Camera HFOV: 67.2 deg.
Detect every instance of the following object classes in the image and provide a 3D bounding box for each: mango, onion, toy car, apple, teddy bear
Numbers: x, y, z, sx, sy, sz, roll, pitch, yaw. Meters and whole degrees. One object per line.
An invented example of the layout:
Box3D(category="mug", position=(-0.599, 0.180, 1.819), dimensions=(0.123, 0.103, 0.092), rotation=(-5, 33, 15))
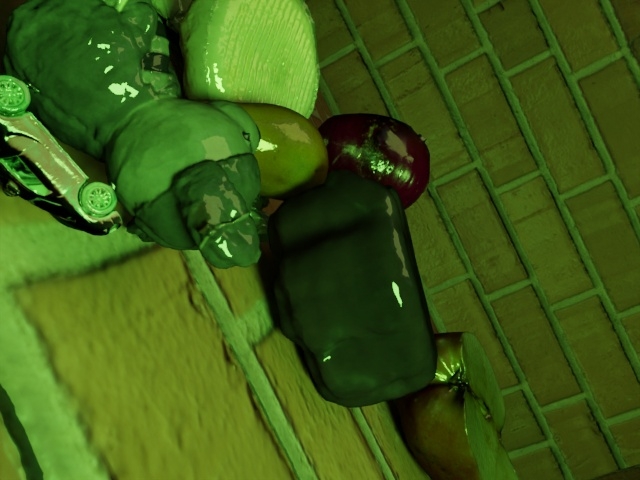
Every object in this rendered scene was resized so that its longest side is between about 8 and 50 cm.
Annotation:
Box3D(category="mango", position=(-0.087, -0.132, 0.682), dimensions=(0.253, 0.138, 0.113), rotation=(17, 44, -41))
Box3D(category="onion", position=(0.119, -0.153, 1.307), dimensions=(0.348, 0.348, 0.385), rotation=(33, 69, -65))
Box3D(category="toy car", position=(-0.201, -0.053, 0.338), dimensions=(0.055, 0.069, 0.142), rotation=(-50, 123, -28))
Box3D(category="apple", position=(0.309, 0.368, 1.028), dimensions=(0.365, 0.295, 0.329), rotation=(50, -7, -37))
Box3D(category="teddy bear", position=(-0.139, -0.085, 0.421), dimensions=(0.251, 0.171, 0.144), rotation=(54, 52, -10))

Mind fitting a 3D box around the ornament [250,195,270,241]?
Box3D(category="ornament", position=(-0.096, -0.042, 0.756), dimensions=(0.068, 0.041, 0.092), rotation=(-8, 82, -70))

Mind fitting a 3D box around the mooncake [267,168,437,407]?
Box3D(category="mooncake", position=(0.063, 0.074, 0.768), dimensions=(0.381, 0.212, 0.350), rotation=(35, 36, -69))

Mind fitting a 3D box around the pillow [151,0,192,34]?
Box3D(category="pillow", position=(-0.234, -0.429, 0.859), dimensions=(0.281, 0.076, 0.274), rotation=(48, 23, -48))

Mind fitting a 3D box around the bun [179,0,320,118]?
Box3D(category="bun", position=(-0.123, -0.284, 0.782), dimensions=(0.287, 0.146, 0.287), rotation=(-16, 111, -51))
